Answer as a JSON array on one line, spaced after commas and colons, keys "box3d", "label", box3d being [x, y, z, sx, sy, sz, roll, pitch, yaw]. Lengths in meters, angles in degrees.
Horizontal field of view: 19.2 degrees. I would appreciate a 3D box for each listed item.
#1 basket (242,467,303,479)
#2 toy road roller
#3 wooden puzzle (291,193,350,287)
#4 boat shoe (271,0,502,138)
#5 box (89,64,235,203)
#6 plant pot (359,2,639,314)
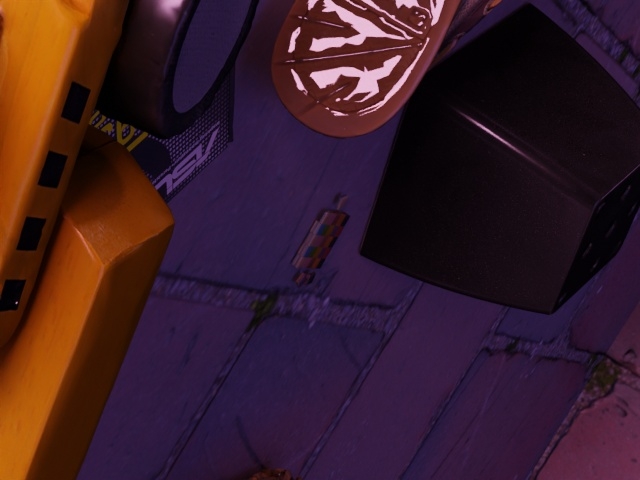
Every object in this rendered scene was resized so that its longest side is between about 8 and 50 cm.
[{"box3d": [-0.063, 0.348, 1.550, 0.223, 0.213, 0.299, -63, 160, 15], "label": "basket"}, {"box3d": [-0.177, -0.020, 0.656, 0.329, 0.203, 0.240, -68, 171, 21], "label": "toy road roller"}, {"box3d": [0.000, 0.000, 1.467, 0.083, 0.006, 0.049, -60, 160, 9], "label": "wooden puzzle"}, {"box3d": [0.091, -0.209, 1.217, 0.342, 0.123, 0.123, -57, 174, 0], "label": "boat shoe"}, {"box3d": [-0.147, -0.053, 0.954, 0.270, 0.060, 0.216, -45, 157, -30], "label": "box"}, {"box3d": [0.169, -0.051, 1.552, 0.188, 0.167, 0.187, -38, 154, -45], "label": "plant pot"}]
